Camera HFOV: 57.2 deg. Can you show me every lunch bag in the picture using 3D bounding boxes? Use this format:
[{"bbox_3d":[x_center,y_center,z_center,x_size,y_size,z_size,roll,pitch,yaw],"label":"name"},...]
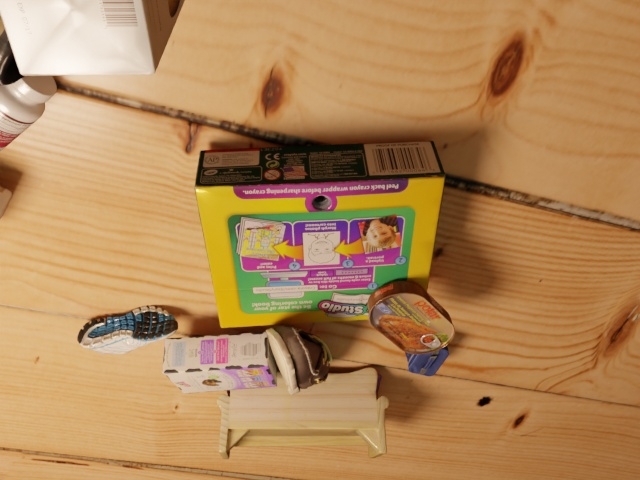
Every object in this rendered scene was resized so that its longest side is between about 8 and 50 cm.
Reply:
[{"bbox_3d":[0.220,0.230,1.202,0.067,0.065,0.099,12,129,-13],"label":"lunch bag"}]

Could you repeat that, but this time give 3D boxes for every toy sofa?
[{"bbox_3d":[-0.040,0.378,1.278,0.362,0.177,0.150,1,154,-5],"label":"toy sofa"}]

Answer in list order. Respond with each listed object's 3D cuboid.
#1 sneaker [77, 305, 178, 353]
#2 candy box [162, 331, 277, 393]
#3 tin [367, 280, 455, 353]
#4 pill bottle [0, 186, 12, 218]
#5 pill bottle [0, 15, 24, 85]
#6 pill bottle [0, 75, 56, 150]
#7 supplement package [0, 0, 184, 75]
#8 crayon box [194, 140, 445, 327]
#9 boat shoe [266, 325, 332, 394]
[{"bbox_3d":[-0.360,0.181,1.132,0.190,0.072,0.083,-9,143,7],"label":"sneaker"},{"bbox_3d":[-0.190,0.241,1.147,0.196,0.070,0.165,-4,153,0],"label":"candy box"},{"bbox_3d":[0.157,0.134,1.010,0.106,0.040,0.189,-28,131,25],"label":"tin"},{"bbox_3d":[-0.576,-0.066,0.871,0.186,0.112,0.112,29,123,-25],"label":"pill bottle"},{"bbox_3d":[-0.425,-0.292,0.673,0.219,0.123,0.123,37,119,-15],"label":"pill bottle"},{"bbox_3d":[-0.436,-0.183,0.800,0.152,0.086,0.086,-31,125,20],"label":"pill bottle"},{"bbox_3d":[-0.229,-0.289,0.620,0.133,0.244,0.139,-1,131,-2],"label":"supplement package"},{"bbox_3d":[0.000,0.000,0.967,0.362,0.106,0.313,-2,133,-2],"label":"crayon box"},{"bbox_3d":[-0.032,0.216,1.086,0.096,0.117,0.324,-21,159,-7],"label":"boat shoe"}]
